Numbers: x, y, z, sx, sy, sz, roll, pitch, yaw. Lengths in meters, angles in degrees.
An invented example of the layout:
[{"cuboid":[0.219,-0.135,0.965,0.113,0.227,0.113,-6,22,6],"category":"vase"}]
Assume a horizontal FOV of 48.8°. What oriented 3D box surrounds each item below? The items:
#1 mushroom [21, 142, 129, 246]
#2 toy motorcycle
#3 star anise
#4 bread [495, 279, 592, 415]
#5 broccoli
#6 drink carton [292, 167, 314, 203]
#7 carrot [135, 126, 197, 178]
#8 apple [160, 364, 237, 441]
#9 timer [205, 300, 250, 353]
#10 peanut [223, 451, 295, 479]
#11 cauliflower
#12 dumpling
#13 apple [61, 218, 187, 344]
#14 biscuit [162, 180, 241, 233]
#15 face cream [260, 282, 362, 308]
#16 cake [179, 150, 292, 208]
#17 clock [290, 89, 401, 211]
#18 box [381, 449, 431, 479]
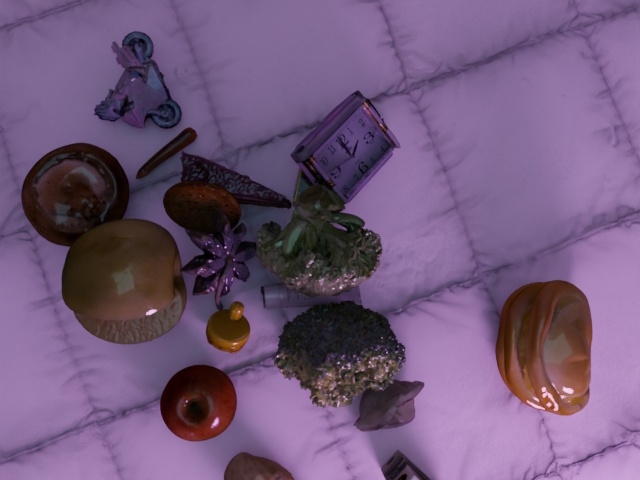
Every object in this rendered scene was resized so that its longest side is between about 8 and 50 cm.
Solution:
[{"cuboid":[-0.581,-0.107,1.679,0.253,0.153,0.253,2,78,-8],"category":"mushroom"},{"cuboid":[-0.472,-0.370,1.730,0.204,0.108,0.239,-22,86,-4],"category":"toy motorcycle"},{"cuboid":[-0.231,0.056,1.665,0.081,0.230,0.262,16,115,36],"category":"star anise"},{"cuboid":[0.516,0.247,1.639,0.211,0.270,0.315,-3,91,12],"category":"bread"},{"cuboid":[0.035,0.263,1.627,0.235,0.288,0.260,17,98,-43],"category":"broccoli"},{"cuboid":[-0.029,-0.164,1.745,0.056,0.071,0.165,12,83,-4],"category":"drink carton"},{"cuboid":[-0.388,-0.217,1.756,0.190,0.037,0.037,-37,87,-3],"category":"carrot"},{"cuboid":[-0.285,0.377,1.640,0.181,0.168,0.181,0,86,4],"category":"apple"},{"cuboid":[-0.218,0.208,1.685,0.107,0.109,0.107,12,43,-11],"category":"timer"},{"cuboid":[-0.096,0.621,1.641,0.149,0.149,0.313,-41,87,-5],"category":"peanut"},{"cuboid":[0.000,0.000,1.624,0.275,0.272,0.250,-8,110,-17],"category":"cauliflower"},{"cuboid":[0.161,0.394,1.672,0.199,0.136,0.118,-37,95,5],"category":"dumpling"},{"cuboid":[-0.440,0.094,1.601,0.254,0.292,0.292,-1,85,1],"category":"apple"},{"cuboid":[-0.281,-0.079,1.683,0.188,0.188,0.027,8,52,-1],"category":"biscuit"},{"cuboid":[-0.024,0.128,1.729,0.244,0.058,0.092,-6,80,-9],"category":"face cream"},{"cuboid":[-0.215,-0.121,1.715,0.295,0.116,0.113,18,86,3],"category":"cake"},{"cuboid":[0.060,-0.213,1.700,0.253,0.083,0.186,-47,110,-21],"category":"clock"},{"cuboid":[0.230,0.577,1.591,0.164,0.256,0.069,43,86,2],"category":"box"}]
